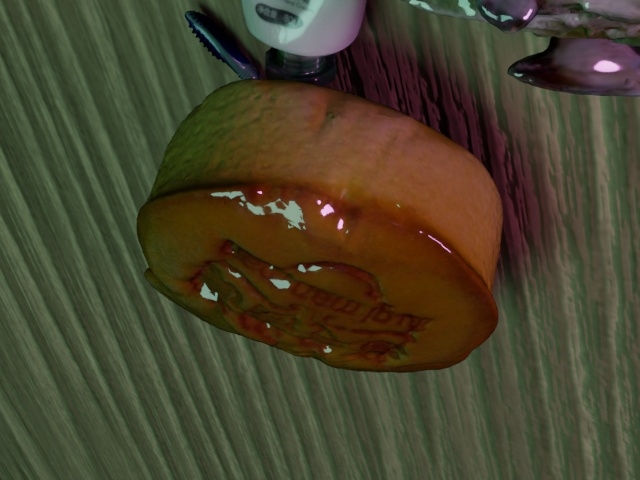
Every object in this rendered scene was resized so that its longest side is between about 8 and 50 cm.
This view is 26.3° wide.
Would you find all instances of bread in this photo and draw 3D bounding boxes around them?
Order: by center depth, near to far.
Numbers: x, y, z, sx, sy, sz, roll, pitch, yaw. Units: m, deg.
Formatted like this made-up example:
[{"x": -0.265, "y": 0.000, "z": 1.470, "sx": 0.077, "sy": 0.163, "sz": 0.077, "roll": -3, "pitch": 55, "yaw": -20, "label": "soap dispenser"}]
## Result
[{"x": 0.000, "y": 0.000, "z": 0.975, "sx": 0.269, "sy": 0.148, "sz": 0.270, "roll": 12, "pitch": 155, "yaw": 6, "label": "bread"}]

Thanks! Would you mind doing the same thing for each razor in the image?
[{"x": -0.055, "y": -0.117, "z": 1.068, "sx": 0.028, "sy": 0.044, "sz": 0.155, "roll": -25, "pitch": 110, "yaw": 24, "label": "razor"}]

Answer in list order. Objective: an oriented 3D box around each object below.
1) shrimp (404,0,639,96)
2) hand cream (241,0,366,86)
[{"x": 0.186, "y": -0.106, "z": 0.626, "sx": 0.360, "sy": 0.085, "sz": 0.247, "roll": 2, "pitch": 169, "yaw": -10, "label": "shrimp"}, {"x": -0.007, "y": -0.241, "z": 0.851, "sx": 0.121, "sy": 0.076, "sz": 0.336, "roll": 25, "pitch": 137, "yaw": 22, "label": "hand cream"}]
